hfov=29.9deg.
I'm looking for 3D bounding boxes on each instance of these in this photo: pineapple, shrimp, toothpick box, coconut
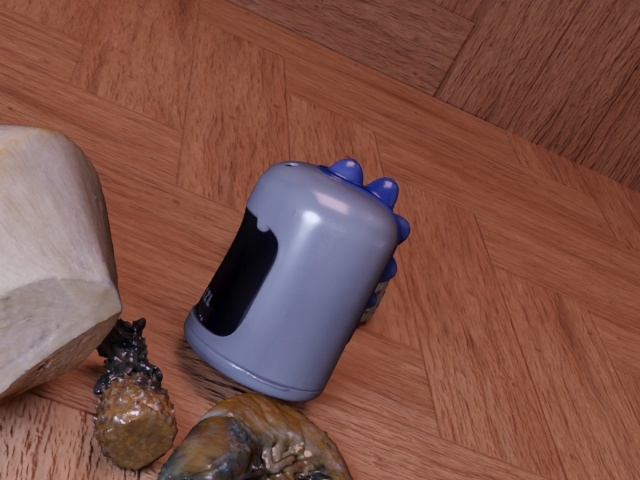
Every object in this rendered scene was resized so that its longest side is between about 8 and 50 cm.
[{"bbox_3d":[-0.254,0.189,1.587,0.111,0.119,0.237,30,19,-32],"label":"pineapple"},{"bbox_3d":[-0.081,0.335,1.554,0.272,0.085,0.445,40,22,11],"label":"shrimp"},{"bbox_3d":[-0.019,0.041,1.795,0.263,0.355,0.263,26,10,-5],"label":"toothpick box"},{"bbox_3d":[-0.422,0.036,1.427,0.415,0.345,0.415,0,27,0],"label":"coconut"}]

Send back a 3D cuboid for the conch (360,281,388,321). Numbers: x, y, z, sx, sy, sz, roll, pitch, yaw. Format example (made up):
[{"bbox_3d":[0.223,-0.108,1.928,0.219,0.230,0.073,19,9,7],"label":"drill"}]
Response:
[{"bbox_3d":[0.010,-0.010,2.157,0.303,0.215,0.319,30,23,-25],"label":"conch"}]
